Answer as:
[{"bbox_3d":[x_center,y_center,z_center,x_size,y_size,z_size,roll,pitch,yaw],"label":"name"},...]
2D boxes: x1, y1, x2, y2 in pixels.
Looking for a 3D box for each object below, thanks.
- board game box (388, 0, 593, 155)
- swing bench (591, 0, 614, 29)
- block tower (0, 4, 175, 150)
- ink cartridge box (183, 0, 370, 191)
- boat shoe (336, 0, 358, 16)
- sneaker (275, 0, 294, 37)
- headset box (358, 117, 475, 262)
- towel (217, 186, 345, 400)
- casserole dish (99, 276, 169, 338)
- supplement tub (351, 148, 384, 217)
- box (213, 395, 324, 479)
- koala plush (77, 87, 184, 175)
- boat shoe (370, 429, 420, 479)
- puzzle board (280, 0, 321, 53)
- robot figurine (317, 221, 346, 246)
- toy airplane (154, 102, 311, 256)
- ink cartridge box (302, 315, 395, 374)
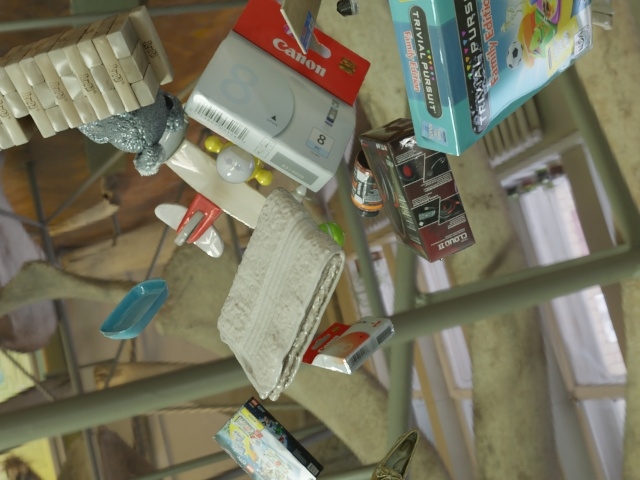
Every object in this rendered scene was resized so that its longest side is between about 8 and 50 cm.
[{"bbox_3d":[0.244,-0.309,1.022,0.336,0.254,0.079,-39,-140,-27],"label":"board game box"},{"bbox_3d":[0.438,-0.541,1.491,0.255,0.253,0.165,2,-175,38],"label":"swing bench"},{"bbox_3d":[-0.344,-0.166,0.864,0.335,0.091,0.097,-18,-149,5],"label":"block tower"},{"bbox_3d":[-0.058,-0.329,1.529,0.308,0.385,0.091,30,148,-13],"label":"ink cartridge box"},{"bbox_3d":[0.054,-0.507,1.633,0.040,0.049,0.142,-12,-161,0],"label":"boat shoe"},{"bbox_3d":[-0.139,-0.545,1.984,0.252,0.111,0.103,-42,149,3],"label":"sneaker"},{"bbox_3d":[0.201,-0.097,1.573,0.110,0.293,0.218,-24,-164,-7],"label":"headset box"},{"bbox_3d":[-0.069,0.081,1.119,0.049,0.187,0.282,2,122,-38],"label":"towel"},{"bbox_3d":[-0.401,0.154,1.656,0.114,0.037,0.188,-7,-146,34],"label":"casserole dish"},{"bbox_3d":[0.139,-0.152,2.069,0.106,0.106,0.198,-13,140,-15],"label":"supplement tub"},{"bbox_3d":[-0.124,0.492,1.756,0.159,0.233,0.044,-49,174,36],"label":"box"},{"bbox_3d":[-0.337,-0.222,1.334,0.203,0.221,0.196,-25,130,-10],"label":"koala plush"},{"bbox_3d":[0.139,0.417,1.401,0.153,0.056,0.048,-46,165,-36],"label":"boat shoe"},{"bbox_3d":[-0.024,-0.339,1.046,0.011,0.128,0.096,6,159,21],"label":"puzzle board"},{"bbox_3d":[0.000,0.000,1.611,0.115,0.067,0.101,-18,-173,-2],"label":"robot figurine"},{"bbox_3d":[-0.220,-0.144,1.752,0.386,0.384,0.272,-8,178,-10],"label":"toy airplane"},{"bbox_3d":[0.042,0.202,1.549,0.179,0.045,0.145,7,-146,47],"label":"ink cartridge box"}]
